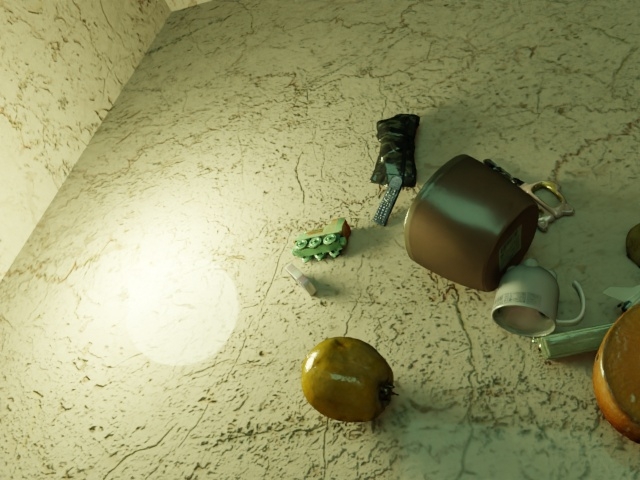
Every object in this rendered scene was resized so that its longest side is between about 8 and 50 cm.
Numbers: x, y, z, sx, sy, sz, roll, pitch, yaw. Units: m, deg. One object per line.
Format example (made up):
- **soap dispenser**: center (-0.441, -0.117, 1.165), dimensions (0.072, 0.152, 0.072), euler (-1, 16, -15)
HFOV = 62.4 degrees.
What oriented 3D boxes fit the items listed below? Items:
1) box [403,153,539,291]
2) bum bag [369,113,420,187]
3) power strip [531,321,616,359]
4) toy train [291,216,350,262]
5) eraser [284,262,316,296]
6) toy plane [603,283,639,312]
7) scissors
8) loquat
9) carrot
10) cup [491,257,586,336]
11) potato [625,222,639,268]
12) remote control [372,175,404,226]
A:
- **box**: center (0.368, -0.031, 1.269), dimensions (0.301, 0.301, 0.216), euler (-45, 53, -14)
- **bum bag**: center (0.238, -0.292, 1.680), dimensions (0.144, 0.095, 0.341), euler (4, 55, 10)
- **power strip**: center (0.589, 0.202, 1.107), dimensions (0.272, 0.078, 0.052), euler (-14, 74, 13)
- **toy train**: center (0.000, 0.000, 1.569), dimensions (0.175, 0.074, 0.118), euler (-11, 39, 23)
- **eraser**: center (-0.056, 0.111, 1.502), dimensions (0.026, 0.065, 0.105), euler (-39, 46, -11)
- **toy plane**: center (0.717, 0.091, 1.102), dimensions (0.234, 0.160, 0.082), euler (-26, 82, 5)
- **scissors**: center (0.546, -0.145, 1.455), dimensions (0.160, 0.024, 0.317), euler (-32, 46, -2)
- **loquat**: center (0.064, 0.317, 1.198), dimensions (0.234, 0.176, 0.187), euler (13, 59, 21)
- **carrot**: center (0.658, 0.239, 0.985), dimensions (0.307, 0.100, 0.258), euler (-37, 69, -13)
- **cup**: center (0.481, 0.120, 1.180), dimensions (0.173, 0.134, 0.142), euler (-19, 38, 50)
- **potato**: center (0.791, 0.009, 1.175), dimensions (0.200, 0.081, 0.164), euler (25, 68, 40)
- **remote control**: center (0.204, -0.117, 1.557), dimensions (0.043, 0.027, 0.153), euler (26, 91, 25)
